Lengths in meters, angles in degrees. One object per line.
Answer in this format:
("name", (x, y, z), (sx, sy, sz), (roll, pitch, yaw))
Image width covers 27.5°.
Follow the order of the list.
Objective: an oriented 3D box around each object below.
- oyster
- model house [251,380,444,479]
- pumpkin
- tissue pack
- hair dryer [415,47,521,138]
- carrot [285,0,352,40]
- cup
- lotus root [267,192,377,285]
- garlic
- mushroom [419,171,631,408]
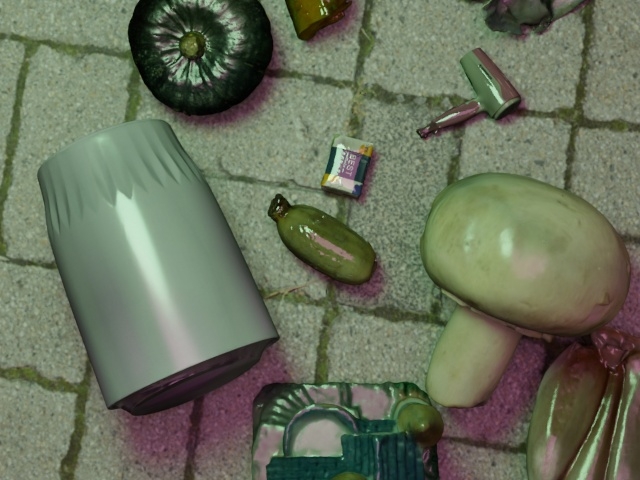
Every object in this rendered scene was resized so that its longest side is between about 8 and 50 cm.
("oyster", (0.344, -0.397, 1.913), (0.087, 0.199, 0.252), (43, 103, 38))
("model house", (0.036, 0.289, 1.745), (0.267, 0.325, 0.194), (-1, 86, 0))
("pumpkin", (-0.175, -0.285, 1.894), (0.211, 0.152, 0.211), (0, 86, 5))
("tissue pack", (0.039, -0.109, 1.929), (0.062, 0.042, 0.083), (16, 84, 4))
("hair dryer", (0.208, -0.202, 1.938), (0.154, 0.054, 0.106), (-37, 80, 1))
("carrot", (-0.032, -0.455, 1.932), (0.114, 0.114, 0.302), (-18, 87, -2))
("cup", (-0.233, 0.038, 1.809), (0.253, 0.253, 0.371), (-23, 83, -2))
("lotus root", (-0.001, 0.001, 1.893), (0.183, 0.090, 0.077), (33, 97, 1))
("garlic", (0.429, 0.278, 1.840), (0.279, 0.132, 0.325), (11, 82, 2))
("mushroom", (0.258, 0.077, 1.796), (0.314, 0.314, 0.336), (20, 106, 2))
